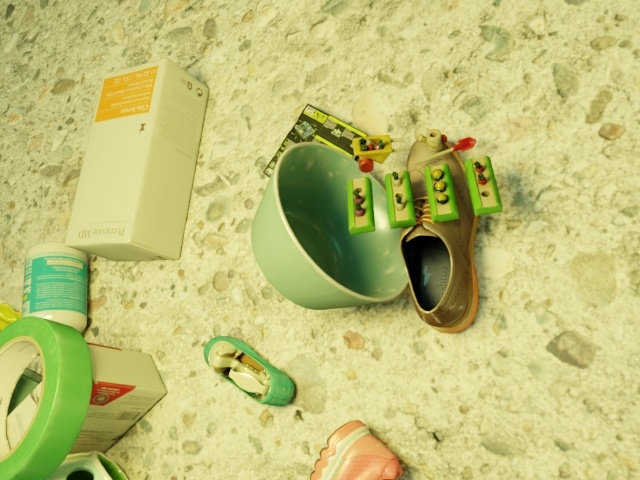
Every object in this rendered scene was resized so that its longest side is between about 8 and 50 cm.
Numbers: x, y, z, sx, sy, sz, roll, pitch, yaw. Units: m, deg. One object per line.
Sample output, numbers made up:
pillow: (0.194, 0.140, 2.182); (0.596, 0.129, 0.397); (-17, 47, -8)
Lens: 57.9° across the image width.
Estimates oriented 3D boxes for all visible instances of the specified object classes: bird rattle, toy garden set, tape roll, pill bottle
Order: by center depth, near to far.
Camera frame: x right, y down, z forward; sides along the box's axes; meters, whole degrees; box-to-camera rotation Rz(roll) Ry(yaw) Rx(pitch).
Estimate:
toy garden set: (0.161, -0.120, 0.971); (0.244, 0.049, 0.204); (-9, 51, 11)
tape roll: (-0.581, 0.313, 1.129); (0.321, 0.077, 0.322); (-15, 62, 30)
pill bottle: (-0.653, 0.146, 1.425); (0.146, 0.146, 0.264); (-20, 64, 24)
bird rattle: (-0.913, 0.275, 1.554); (0.253, 0.143, 0.207); (-15, 83, 29)

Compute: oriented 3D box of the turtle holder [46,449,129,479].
turtle holder: (-0.477, 0.561, 1.126); (0.227, 0.243, 0.320); (-42, 32, -17)

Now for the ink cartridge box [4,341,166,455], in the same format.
ink cartridge box: (-0.502, 0.357, 1.235); (0.273, 0.197, 0.114); (-44, 55, 10)

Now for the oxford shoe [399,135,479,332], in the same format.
oxford shoe: (0.198, -0.032, 0.990); (0.129, 0.132, 0.364); (-15, 67, 26)

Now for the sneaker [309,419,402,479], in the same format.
sneaker: (0.023, 0.460, 0.942); (0.136, 0.116, 0.314); (27, 89, 33)

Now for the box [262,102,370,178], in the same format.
box: (-0.006, -0.172, 1.212); (0.190, 0.045, 0.184); (35, 91, 35)

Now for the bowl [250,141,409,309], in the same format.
bowl: (0.000, 0.000, 1.027); (0.163, 0.311, 0.312); (-38, 57, 37)

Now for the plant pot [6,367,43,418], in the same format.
plant pot: (-0.736, 0.422, 1.327); (0.271, 0.272, 0.255); (18, 70, 34)

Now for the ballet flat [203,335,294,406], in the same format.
ballet flat: (-0.161, 0.247, 1.137); (0.247, 0.087, 0.083); (21, 86, 34)

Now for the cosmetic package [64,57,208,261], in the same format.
cosmetic package: (-0.439, -0.187, 1.401); (0.230, 0.161, 0.454); (-3, 73, 30)
